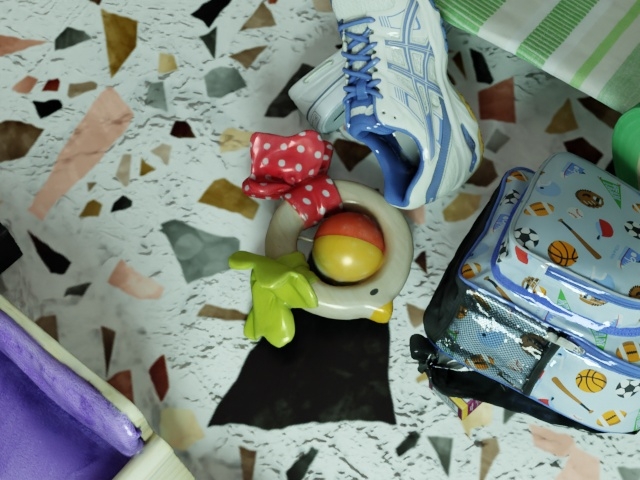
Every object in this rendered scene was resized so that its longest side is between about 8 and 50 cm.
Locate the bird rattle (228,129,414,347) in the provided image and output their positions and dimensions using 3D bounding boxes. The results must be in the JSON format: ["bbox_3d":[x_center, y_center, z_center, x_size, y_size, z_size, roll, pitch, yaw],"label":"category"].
[{"bbox_3d":[0.000,0.000,1.636,0.207,0.143,0.253,15,54,-2],"label":"bird rattle"}]

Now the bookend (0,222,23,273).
[{"bbox_3d":[-0.449,0.004,1.664,0.156,0.072,0.157,-42,70,-13],"label":"bookend"}]

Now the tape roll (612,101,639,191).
[{"bbox_3d":[0.424,-0.015,1.479,0.077,0.321,0.321,-33,68,-12],"label":"tape roll"}]

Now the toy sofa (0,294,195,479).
[{"bbox_3d":[-0.313,0.169,1.494,0.362,0.177,0.150,35,74,28],"label":"toy sofa"}]

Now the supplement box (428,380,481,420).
[{"bbox_3d":[0.163,0.142,1.579,0.083,0.043,0.055,-40,68,-12],"label":"supplement box"}]

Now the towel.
[{"bbox_3d":[0.268,-0.273,1.712,0.325,0.038,0.248,30,47,14],"label":"towel"}]

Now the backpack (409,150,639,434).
[{"bbox_3d":[0.268,0.057,1.508,0.263,0.213,0.276,33,47,0],"label":"backpack"}]

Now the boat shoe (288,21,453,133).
[{"bbox_3d":[0.060,-0.223,1.724,0.226,0.083,0.076,-40,71,-12],"label":"boat shoe"}]

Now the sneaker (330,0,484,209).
[{"bbox_3d":[0.074,-0.175,1.606,0.131,0.112,0.296,-37,105,-37],"label":"sneaker"}]
